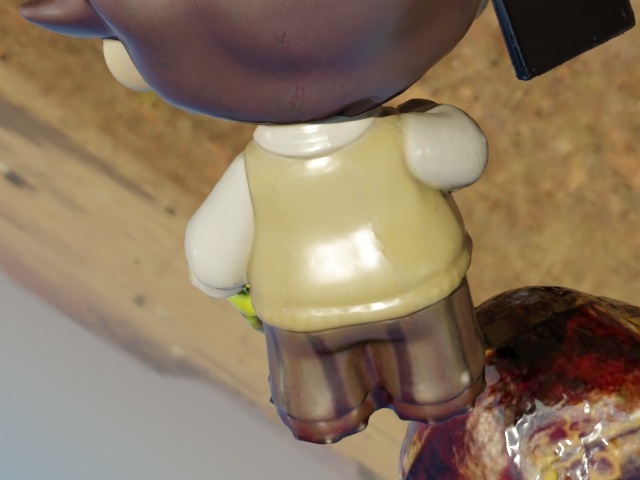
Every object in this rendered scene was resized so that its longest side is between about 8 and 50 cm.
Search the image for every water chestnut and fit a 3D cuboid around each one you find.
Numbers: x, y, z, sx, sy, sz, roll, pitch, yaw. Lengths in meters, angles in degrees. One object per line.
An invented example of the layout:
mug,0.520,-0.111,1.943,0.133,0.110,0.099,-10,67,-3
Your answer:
water chestnut,0.157,0.124,1.227,0.223,0.223,0.238,42,-172,-50

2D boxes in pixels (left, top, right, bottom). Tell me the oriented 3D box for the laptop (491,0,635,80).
laptop,0.205,-0.256,1.590,0.016,0.135,0.197,24,138,65

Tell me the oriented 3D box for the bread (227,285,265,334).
bread,0.000,0.000,1.008,0.071,0.139,0.130,-70,-40,-59

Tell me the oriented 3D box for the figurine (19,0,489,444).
figurine,0.002,-0.090,0.847,0.218,0.206,0.365,-2,133,18
